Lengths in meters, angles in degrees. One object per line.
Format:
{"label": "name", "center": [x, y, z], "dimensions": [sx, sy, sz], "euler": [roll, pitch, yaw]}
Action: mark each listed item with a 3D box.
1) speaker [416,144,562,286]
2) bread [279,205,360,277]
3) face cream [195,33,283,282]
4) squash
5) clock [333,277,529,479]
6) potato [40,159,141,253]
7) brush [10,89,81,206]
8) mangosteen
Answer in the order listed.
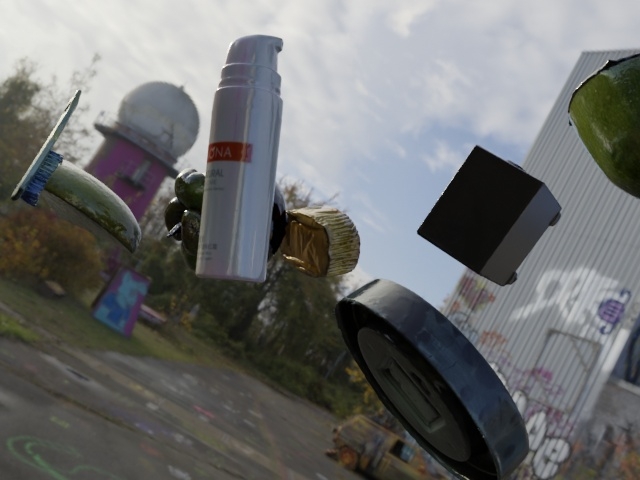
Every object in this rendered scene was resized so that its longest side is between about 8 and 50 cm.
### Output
{"label": "speaker", "center": [0.374, -0.048, 1.402], "dimensions": [0.184, 0.232, 0.254], "euler": [38, 9, 30]}
{"label": "bread", "center": [0.000, 0.000, 1.289], "dimensions": [0.114, 0.132, 0.191], "euler": [-11, 21, -36]}
{"label": "face cream", "center": [-0.108, -0.116, 0.895], "dimensions": [0.102, 0.345, 0.102], "euler": [4, -6, 0]}
{"label": "squash", "center": [0.717, -0.196, 1.371], "dimensions": [0.311, 0.308, 0.310], "euler": [-2, -27, -1]}
{"label": "clock", "center": [0.170, 0.230, 1.046], "dimensions": [0.386, 0.076, 0.386], "euler": [47, -18, 21]}
{"label": "potato", "center": [-0.530, -0.072, 1.551], "dimensions": [0.255, 0.112, 0.269], "euler": [31, -16, 5]}
{"label": "brush", "center": [-0.324, -0.116, 0.785], "dimensions": [0.030, 0.178, 0.033], "euler": [29, -40, -21]}
{"label": "mangosteen", "center": [-0.177, -0.042, 1.223], "dimensions": [0.243, 0.242, 0.243], "euler": [29, -10, 5]}
